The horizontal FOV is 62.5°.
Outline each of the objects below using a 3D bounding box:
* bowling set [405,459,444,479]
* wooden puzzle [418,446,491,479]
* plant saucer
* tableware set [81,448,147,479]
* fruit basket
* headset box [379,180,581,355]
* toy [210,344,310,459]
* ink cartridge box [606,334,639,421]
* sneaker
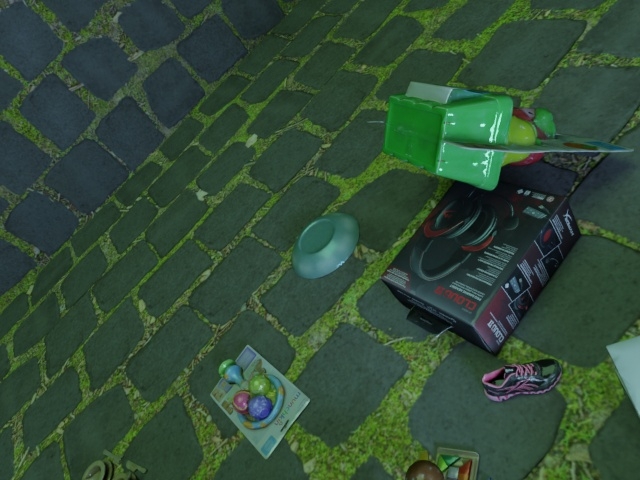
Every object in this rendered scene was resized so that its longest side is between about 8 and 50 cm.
[{"bbox_3d":[0.117,0.399,0.676,0.200,0.154,0.287,-25,-5,-26],"label":"bowling set"},{"bbox_3d":[0.194,0.343,0.773,0.117,0.014,0.078,-14,47,32],"label":"wooden puzzle"},{"bbox_3d":[0.000,0.000,1.251,0.195,0.037,0.194,-24,42,24],"label":"plant saucer"},{"bbox_3d":[-0.475,0.537,1.164,0.194,0.039,0.128,-2,54,41],"label":"tableware set"},{"bbox_3d":[0.308,-0.205,0.956,0.354,0.165,0.327,-10,24,-19],"label":"fruit basket"},{"bbox_3d":[0.264,0.040,0.917,0.293,0.110,0.218,-50,39,-10],"label":"headset box"},{"bbox_3d":[-0.142,0.310,1.069,0.136,0.056,0.237,-53,39,-10],"label":"toy"},{"bbox_3d":[0.454,0.173,0.609,0.176,0.128,0.127,-26,41,23],"label":"ink cartridge box"},{"bbox_3d":[0.295,0.201,0.783,0.119,0.057,0.047,-26,39,19],"label":"sneaker"}]
